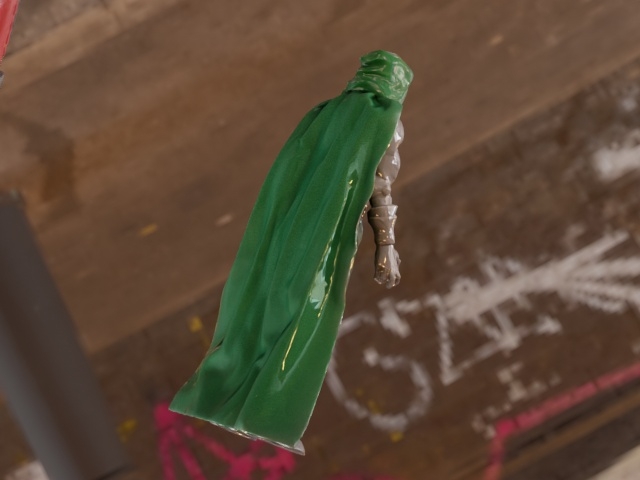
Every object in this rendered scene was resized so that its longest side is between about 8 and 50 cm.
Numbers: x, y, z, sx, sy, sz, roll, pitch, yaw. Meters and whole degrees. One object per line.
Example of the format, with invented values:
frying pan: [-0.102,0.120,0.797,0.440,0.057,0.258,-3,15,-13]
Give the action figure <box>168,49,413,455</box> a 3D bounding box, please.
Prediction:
action figure: [0.000,0.000,0.926,0.063,0.232,0.137,27,169,-35]

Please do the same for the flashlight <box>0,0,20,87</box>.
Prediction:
flashlight: [-0.187,-0.194,0.850,0.103,0.103,0.304,-44,156,-59]
